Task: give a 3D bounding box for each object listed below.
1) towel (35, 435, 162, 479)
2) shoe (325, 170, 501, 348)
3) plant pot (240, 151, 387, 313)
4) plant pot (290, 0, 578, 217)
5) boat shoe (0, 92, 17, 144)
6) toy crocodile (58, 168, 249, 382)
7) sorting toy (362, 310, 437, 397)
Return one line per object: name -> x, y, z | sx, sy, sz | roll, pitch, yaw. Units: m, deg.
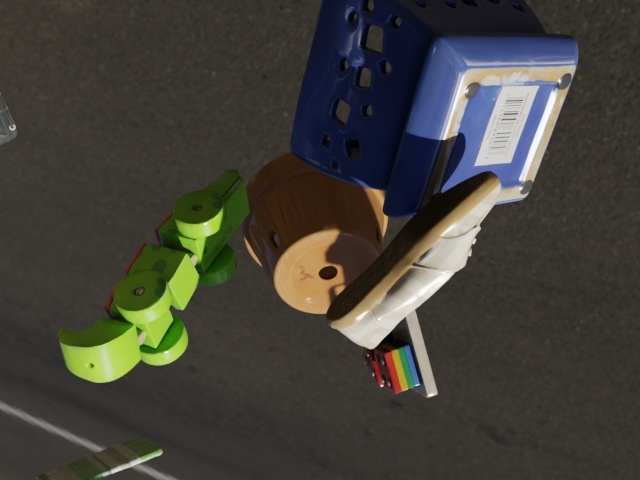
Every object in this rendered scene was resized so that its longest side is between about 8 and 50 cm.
towel -> -0.290, 0.300, 1.147 | 0.113, 0.152, 0.023 | -6, 101, 65
shoe -> 0.101, 0.020, 0.865 | 0.058, 0.219, 0.076 | 44, -174, -14
plant pot -> 0.000, 0.000, 1.650 | 0.291, 0.203, 0.291 | -6, 130, -7
plant pot -> 0.132, -0.160, 0.969 | 0.212, 0.236, 0.236 | 45, 132, 42
boat shoe -> -0.283, -0.141, 0.698 | 0.049, 0.040, 0.142 | -4, 105, 46
toy crocodile -> -0.190, 0.037, 1.089 | 0.105, 0.340, 0.115 | 16, 143, 21
sorting toy -> 0.140, 0.206, 1.907 | 0.255, 0.089, 0.257 | -174, 68, -77
